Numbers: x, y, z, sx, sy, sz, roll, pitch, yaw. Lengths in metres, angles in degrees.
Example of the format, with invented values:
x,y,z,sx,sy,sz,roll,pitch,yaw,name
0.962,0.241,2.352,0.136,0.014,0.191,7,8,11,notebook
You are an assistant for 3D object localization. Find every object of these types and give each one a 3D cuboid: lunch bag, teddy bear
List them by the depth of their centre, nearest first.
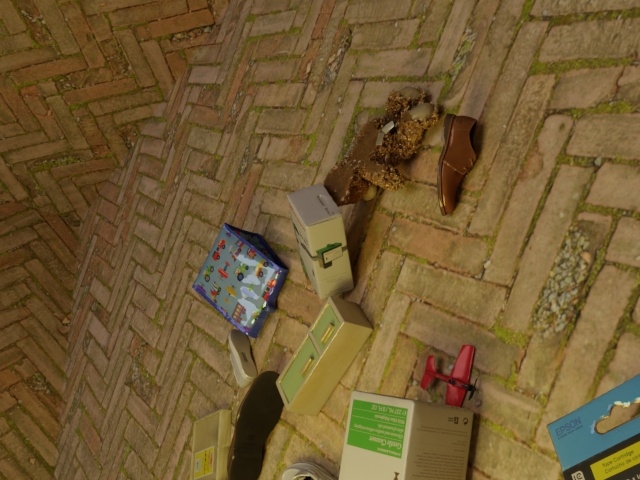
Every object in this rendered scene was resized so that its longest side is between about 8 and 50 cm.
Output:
x,y,z,sx,sy,sz,roll,pitch,yaw,name
0.152,-0.209,1.767,0.245,0.113,0.338,36,98,50,teddy bear
-0.209,0.119,2.146,0.293,0.138,0.221,41,107,47,lunch bag

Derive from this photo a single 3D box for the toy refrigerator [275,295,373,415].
x,y,z,sx,sy,sz,roll,pitch,yaw,name
0.002,0.268,1.746,0.269,0.094,0.102,-58,33,20,toy refrigerator

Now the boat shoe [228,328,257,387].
x,y,z,sx,sy,sz,roll,pitch,yaw,name
-0.225,0.330,2.114,0.063,0.066,0.184,-53,45,26,boat shoe

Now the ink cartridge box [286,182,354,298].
x,y,z,sx,sy,sz,roll,pitch,yaw,name
0.000,0.000,1.782,0.160,0.093,0.219,-122,17,-53,ink cartridge box

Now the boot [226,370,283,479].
x,y,z,sx,sy,sz,roll,pitch,yaw,name
-0.179,0.465,1.932,0.305,0.112,0.115,-72,20,5,boot

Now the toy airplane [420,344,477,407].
x,y,z,sx,sy,sz,roll,pitch,yaw,name
0.241,0.261,1.433,0.151,0.028,0.151,-31,51,48,toy airplane

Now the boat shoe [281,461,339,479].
x,y,z,sx,sy,sz,roll,pitch,yaw,name
-0.026,0.538,1.659,0.258,0.084,0.095,-10,67,56,boat shoe

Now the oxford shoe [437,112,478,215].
x,y,z,sx,sy,sz,roll,pitch,yaw,name
0.282,-0.153,1.552,0.076,0.076,0.212,8,92,19,oxford shoe

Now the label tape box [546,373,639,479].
x,y,z,sx,sy,sz,roll,pitch,yaw,name
0.458,0.350,0.967,0.240,0.106,0.333,-44,40,37,label tape box

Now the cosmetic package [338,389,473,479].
x,y,z,sx,sy,sz,roll,pitch,yaw,name
0.140,0.469,1.357,0.197,0.155,0.365,-9,68,56,cosmetic package

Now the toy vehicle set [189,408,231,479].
x,y,z,sx,sy,sz,roll,pitch,yaw,name
-0.311,0.621,2.115,0.166,0.035,0.266,-33,48,46,toy vehicle set
